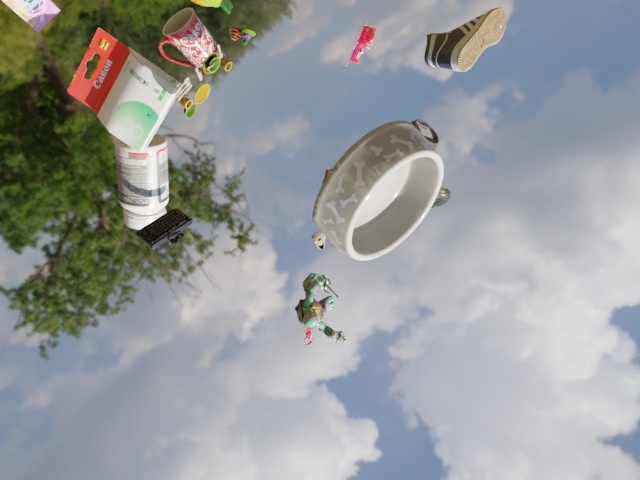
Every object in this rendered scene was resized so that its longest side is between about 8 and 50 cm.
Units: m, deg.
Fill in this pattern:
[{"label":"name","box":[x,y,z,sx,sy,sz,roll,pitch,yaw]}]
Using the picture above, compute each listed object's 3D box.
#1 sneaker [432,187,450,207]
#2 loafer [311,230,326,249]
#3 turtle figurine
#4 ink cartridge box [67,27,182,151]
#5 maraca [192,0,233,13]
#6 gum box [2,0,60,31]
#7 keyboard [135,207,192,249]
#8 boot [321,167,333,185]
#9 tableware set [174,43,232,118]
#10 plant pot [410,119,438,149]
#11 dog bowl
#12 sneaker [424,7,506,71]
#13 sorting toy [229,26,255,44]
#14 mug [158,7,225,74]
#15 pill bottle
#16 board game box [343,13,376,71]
[{"label":"sneaker","box":[0.242,-0.235,2.192,0.410,0.158,0.182,27,-92,37]},{"label":"loafer","box":[0.000,0.000,2.161,0.045,0.039,0.125,-24,171,-2]},{"label":"turtle figurine","box":[-0.006,0.172,1.794,0.118,0.175,0.234,-11,-165,2]},{"label":"ink cartridge box","box":[-0.449,-0.336,1.577,0.181,0.224,0.056,-53,-173,23]},{"label":"maraca","box":[-0.263,-0.595,1.633,0.099,0.127,0.185,-22,165,23]},{"label":"gum box","box":[-0.953,-0.782,2.288,0.107,0.188,0.062,-43,-112,0]},{"label":"keyboard","box":[-0.462,-0.033,2.133,0.180,0.108,0.023,-41,166,-45]},{"label":"boot","box":[0.048,-0.129,1.984,0.072,0.153,0.197,9,-171,14]},{"label":"tableware set","box":[-0.244,-0.332,1.492,0.154,0.024,0.104,-52,164,-15]},{"label":"plant pot","box":[0.280,-0.292,2.368,0.230,0.215,0.215,-45,-165,35]},{"label":"dog bowl","box":[0.145,-0.101,1.625,0.348,0.349,0.102,-40,-119,-11]},{"label":"sneaker","box":[0.412,-0.587,2.036,0.153,0.099,0.282,16,-128,42]},{"label":"sorting toy","box":[-0.255,-0.664,2.288,0.102,0.061,0.042,21,-86,37]},{"label":"mug","box":[-0.380,-0.578,2.074,0.150,0.169,0.113,-6,-127,34]},{"label":"pill bottle","box":[-0.569,-0.190,2.254,0.161,0.283,0.161,4,-154,-2]},{"label":"board game box","box":[0.094,-0.435,1.567,0.169,0.033,0.133,-78,-167,-73]}]
